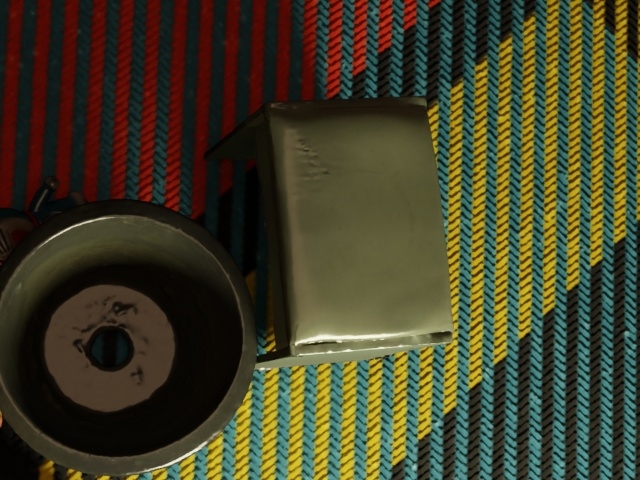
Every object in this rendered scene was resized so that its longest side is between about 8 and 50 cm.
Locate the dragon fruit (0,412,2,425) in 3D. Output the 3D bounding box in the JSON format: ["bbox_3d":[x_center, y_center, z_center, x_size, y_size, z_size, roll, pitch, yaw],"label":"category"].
[{"bbox_3d":[-0.445,0.178,1.558,0.306,0.226,0.305,-1,86,14],"label":"dragon fruit"}]

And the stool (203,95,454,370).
[{"bbox_3d":[0.000,0.000,1.682,0.170,0.270,0.243,-3,83,-20],"label":"stool"}]

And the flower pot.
[{"bbox_3d":[-0.204,0.104,1.659,0.269,0.166,0.269,2,80,-10],"label":"flower pot"}]

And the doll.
[{"bbox_3d":[-0.303,0.002,1.691,0.152,0.085,0.114,-22,109,-29],"label":"doll"}]
